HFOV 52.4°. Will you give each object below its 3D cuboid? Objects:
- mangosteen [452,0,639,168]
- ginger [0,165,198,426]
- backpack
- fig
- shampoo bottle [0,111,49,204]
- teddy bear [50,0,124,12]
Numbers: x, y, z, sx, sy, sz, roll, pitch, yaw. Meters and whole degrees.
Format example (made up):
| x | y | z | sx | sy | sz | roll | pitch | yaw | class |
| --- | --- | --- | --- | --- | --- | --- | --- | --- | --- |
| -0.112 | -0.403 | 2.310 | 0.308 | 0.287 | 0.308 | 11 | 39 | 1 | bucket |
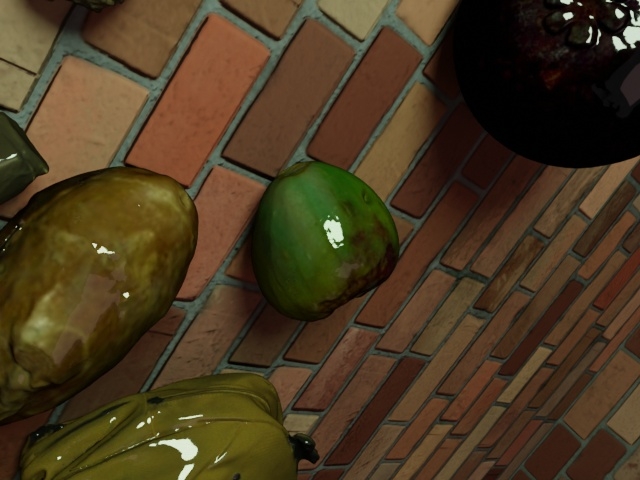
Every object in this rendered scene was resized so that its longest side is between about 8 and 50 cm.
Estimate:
| x | y | z | sx | sy | sz | roll | pitch | yaw | class |
| --- | --- | --- | --- | --- | --- | --- | --- | --- | --- |
| 0.314 | -0.220 | 0.757 | 0.313 | 0.297 | 0.297 | 26 | 104 | -45 | mangosteen |
| -0.249 | 0.059 | 0.609 | 0.321 | 0.172 | 0.165 | -44 | 101 | 2 | ginger |
| -0.194 | 0.326 | 0.849 | 0.378 | 0.201 | 0.353 | -29 | 142 | -15 | backpack |
| 0.000 | 0.000 | 0.772 | 0.181 | 0.181 | 0.191 | -27 | 113 | -21 | fig |
| -0.382 | 0.013 | 0.505 | 0.350 | 0.084 | 0.125 | -35 | 168 | -14 | shampoo bottle |
| -0.162 | -0.273 | 0.434 | 0.182 | 0.129 | 0.251 | 1 | 152 | -13 | teddy bear |
